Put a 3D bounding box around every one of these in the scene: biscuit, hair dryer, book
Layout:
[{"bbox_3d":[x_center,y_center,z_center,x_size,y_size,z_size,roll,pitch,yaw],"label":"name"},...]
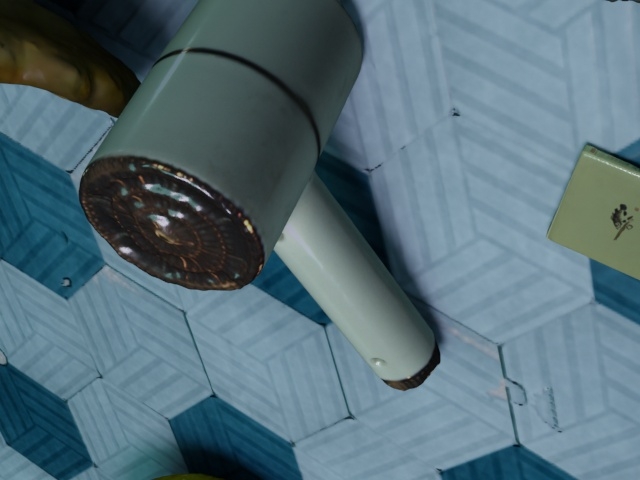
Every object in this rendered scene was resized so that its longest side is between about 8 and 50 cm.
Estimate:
[{"bbox_3d":[-0.297,-0.176,0.689,0.335,0.329,0.078,28,97,50],"label":"biscuit"},{"bbox_3d":[0.000,0.000,0.688,0.128,0.203,0.362,-8,134,37],"label":"hair dryer"},{"bbox_3d":[0.216,-0.011,0.628,0.111,0.014,0.077,26,130,16],"label":"book"}]

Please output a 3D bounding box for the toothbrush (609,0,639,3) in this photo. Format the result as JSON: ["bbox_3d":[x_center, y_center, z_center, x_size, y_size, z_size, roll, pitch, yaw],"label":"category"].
[{"bbox_3d":[0.252,-0.133,0.510,0.297,0.030,0.030,15,137,26],"label":"toothbrush"}]

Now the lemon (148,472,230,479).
[{"bbox_3d":[-0.145,0.362,0.986,0.254,0.228,0.228,8,124,31],"label":"lemon"}]
